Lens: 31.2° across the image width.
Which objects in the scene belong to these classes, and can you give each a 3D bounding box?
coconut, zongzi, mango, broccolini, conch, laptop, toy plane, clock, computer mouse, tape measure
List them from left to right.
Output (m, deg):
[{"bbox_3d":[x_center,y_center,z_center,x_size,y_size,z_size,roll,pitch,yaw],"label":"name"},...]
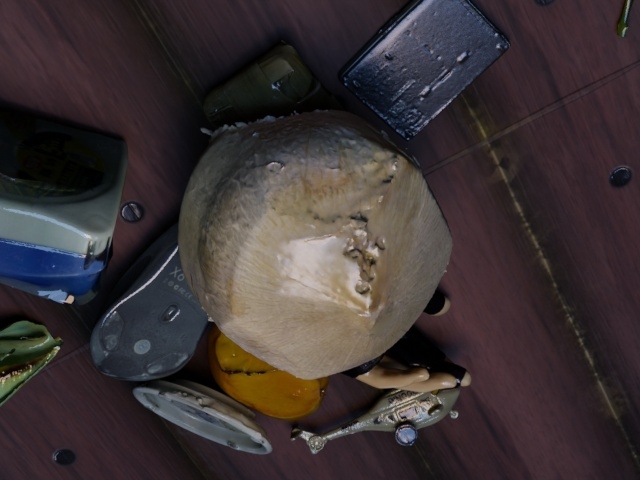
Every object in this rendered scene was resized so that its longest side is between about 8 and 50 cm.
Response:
[{"bbox_3d":[-0.521,0.203,1.693,0.251,0.137,0.143,-34,119,10],"label":"conch"},{"bbox_3d":[-0.381,-0.060,1.502,0.262,0.259,0.138,19,115,-14],"label":"tape measure"},{"bbox_3d":[-0.199,0.053,1.695,0.379,0.090,0.167,-46,127,4],"label":"computer mouse"},{"bbox_3d":[-0.176,0.262,1.773,0.236,0.236,0.053,33,67,-24],"label":"clock"},{"bbox_3d":[-0.075,0.196,1.748,0.187,0.138,0.257,10,154,6],"label":"mango"},{"bbox_3d":[-0.059,-0.178,1.596,0.160,0.078,0.176,-26,137,22],"label":"zongzi"},{"bbox_3d":[0.000,0.000,1.498,0.346,0.360,0.346,-17,126,-26],"label":"coconut"},{"bbox_3d":[0.094,0.290,1.882,0.286,0.092,0.108,-23,100,3],"label":"toy plane"},{"bbox_3d":[0.145,-0.252,1.605,0.207,0.026,0.154,-43,118,16],"label":"laptop"},{"bbox_3d":[0.430,-0.373,1.576,0.052,0.054,0.194,-24,125,-17],"label":"broccolini"}]

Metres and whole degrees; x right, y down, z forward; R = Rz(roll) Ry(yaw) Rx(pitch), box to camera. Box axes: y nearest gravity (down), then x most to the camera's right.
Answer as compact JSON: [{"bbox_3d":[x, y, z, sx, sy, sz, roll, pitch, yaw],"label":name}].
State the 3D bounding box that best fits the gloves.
[{"bbox_3d":[0.115,0.138,1.756,0.301,0.152,0.197,36,72,-21],"label":"gloves"}]
